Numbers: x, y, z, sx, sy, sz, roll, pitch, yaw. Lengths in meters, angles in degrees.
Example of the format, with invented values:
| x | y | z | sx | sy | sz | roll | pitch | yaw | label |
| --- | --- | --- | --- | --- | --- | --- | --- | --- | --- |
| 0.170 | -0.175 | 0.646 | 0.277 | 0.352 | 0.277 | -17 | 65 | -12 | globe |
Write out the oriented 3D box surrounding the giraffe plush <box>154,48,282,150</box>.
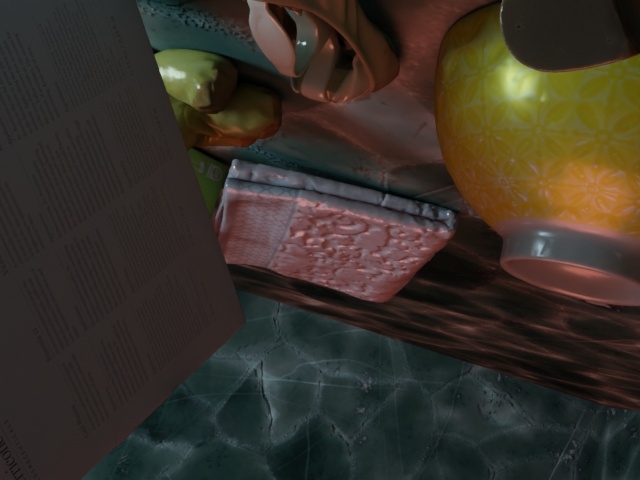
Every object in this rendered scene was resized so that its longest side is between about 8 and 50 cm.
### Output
| x | y | z | sx | sy | sz | roll | pitch | yaw | label |
| --- | --- | --- | --- | --- | --- | --- | --- | --- | --- |
| -0.166 | -0.099 | 0.888 | 0.210 | 0.170 | 0.181 | 22 | 169 | -28 | giraffe plush |

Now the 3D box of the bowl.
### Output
| x | y | z | sx | sy | sz | roll | pitch | yaw | label |
| --- | --- | --- | --- | --- | --- | --- | --- | --- | --- |
| 0.209 | -0.041 | 0.649 | 0.290 | 0.156 | 0.289 | 16 | 170 | 3 | bowl |

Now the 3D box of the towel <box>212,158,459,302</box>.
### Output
| x | y | z | sx | sy | sz | roll | pitch | yaw | label |
| --- | --- | --- | --- | --- | --- | --- | --- | --- | --- |
| 0.000 | 0.000 | 1.263 | 0.317 | 0.053 | 0.332 | 13 | 159 | -7 | towel |

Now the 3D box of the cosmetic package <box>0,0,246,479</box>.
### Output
| x | y | z | sx | sy | sz | roll | pitch | yaw | label |
| --- | --- | --- | --- | --- | --- | --- | --- | --- | --- |
| -0.226 | -0.008 | 0.678 | 0.097 | 0.284 | 0.377 | 8 | 126 | 35 | cosmetic package |

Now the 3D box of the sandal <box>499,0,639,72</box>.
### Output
| x | y | z | sx | sy | sz | roll | pitch | yaw | label |
| --- | --- | --- | --- | --- | --- | --- | --- | --- | --- |
| 0.214 | -0.132 | 0.427 | 0.240 | 0.088 | 0.079 | -3 | -165 | 33 | sandal |

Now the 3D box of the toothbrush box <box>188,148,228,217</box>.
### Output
| x | y | z | sx | sy | sz | roll | pitch | yaw | label |
| --- | --- | --- | --- | --- | --- | --- | --- | --- | --- |
| -0.309 | -0.106 | 1.227 | 0.206 | 0.122 | 0.283 | 6 | 164 | 47 | toothbrush box |

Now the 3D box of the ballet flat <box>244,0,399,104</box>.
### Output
| x | y | z | sx | sy | sz | roll | pitch | yaw | label |
| --- | --- | --- | --- | --- | --- | --- | --- | --- | --- |
| -0.004 | -0.147 | 0.634 | 0.086 | 0.086 | 0.248 | 13 | 169 | 22 | ballet flat |
